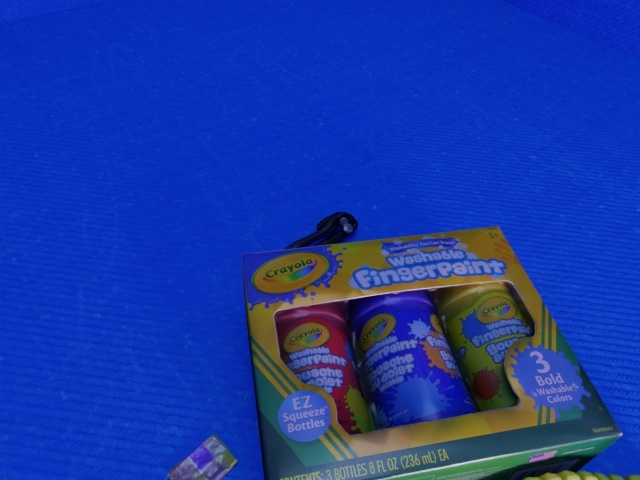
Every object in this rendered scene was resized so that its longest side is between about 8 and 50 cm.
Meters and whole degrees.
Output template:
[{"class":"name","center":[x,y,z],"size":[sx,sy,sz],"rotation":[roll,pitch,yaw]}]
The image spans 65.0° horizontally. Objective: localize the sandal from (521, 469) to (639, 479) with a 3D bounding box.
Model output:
[{"class":"sandal","center":[0.355,0.368,0.622],"size":[0.318,0.126,0.138],"rotation":[1,51,-1]}]

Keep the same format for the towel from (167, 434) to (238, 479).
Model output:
[{"class":"towel","center":[-0.165,0.319,0.705],"size":[0.083,0.009,0.060],"rotation":[-34,57,-30]}]

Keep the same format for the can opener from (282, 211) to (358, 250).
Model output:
[{"class":"can opener","center":[0.000,0.000,0.996],"size":[0.186,0.073,0.059],"rotation":[-37,98,-28]}]

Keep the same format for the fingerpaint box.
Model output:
[{"class":"fingerpaint box","center":[0.121,0.177,0.753],"size":[0.446,0.163,0.370],"rotation":[-6,48,-9]}]
